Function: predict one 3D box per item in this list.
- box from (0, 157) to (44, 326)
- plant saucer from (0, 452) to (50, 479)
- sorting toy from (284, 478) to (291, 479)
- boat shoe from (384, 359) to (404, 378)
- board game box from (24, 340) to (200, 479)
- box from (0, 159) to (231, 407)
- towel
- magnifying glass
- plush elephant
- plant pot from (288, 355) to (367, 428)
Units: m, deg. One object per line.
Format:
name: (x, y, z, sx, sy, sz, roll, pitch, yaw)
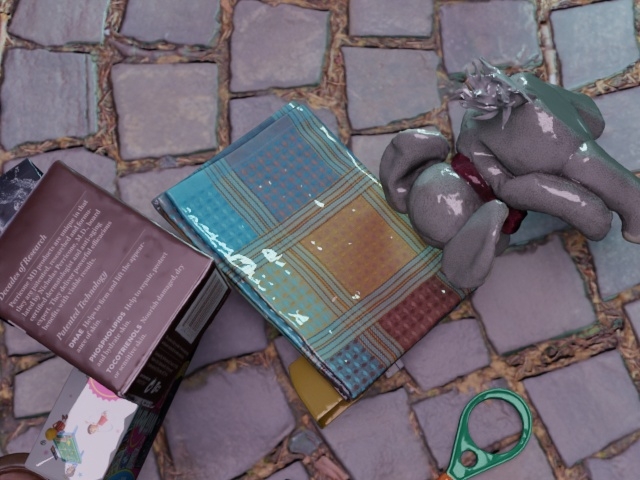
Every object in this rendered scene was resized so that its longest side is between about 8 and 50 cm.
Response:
box: (-0.403, 0.004, 1.397, 0.156, 0.093, 0.158, -36, 77, -7)
plant saucer: (-0.393, 0.359, 1.344, 0.168, 0.029, 0.168, 0, 77, 1)
sorting toy: (-0.046, 0.338, 1.337, 0.102, 0.042, 0.061, 13, 93, -7)
boat shoe: (0.066, 0.140, 1.381, 0.035, 0.035, 0.100, -39, 85, -10)
board game box: (-0.230, 0.159, 1.288, 0.097, 0.224, 0.303, 24, 79, 5)
box: (-0.228, 0.052, 1.111, 0.203, 0.168, 0.167, 31, 80, 9)
towel: (0.000, 0.000, 1.368, 0.370, 0.040, 0.271, 45, 61, 12)
magnifying glass: (0.186, 0.290, 1.348, 0.092, 0.026, 0.231, 40, 79, 10)
plush elephant: (0.225, -0.068, 1.321, 0.255, 0.330, 0.272, -47, 44, 26)
plant pot: (0.003, 0.183, 1.350, 0.081, 0.081, 0.083, -39, 74, -7)
